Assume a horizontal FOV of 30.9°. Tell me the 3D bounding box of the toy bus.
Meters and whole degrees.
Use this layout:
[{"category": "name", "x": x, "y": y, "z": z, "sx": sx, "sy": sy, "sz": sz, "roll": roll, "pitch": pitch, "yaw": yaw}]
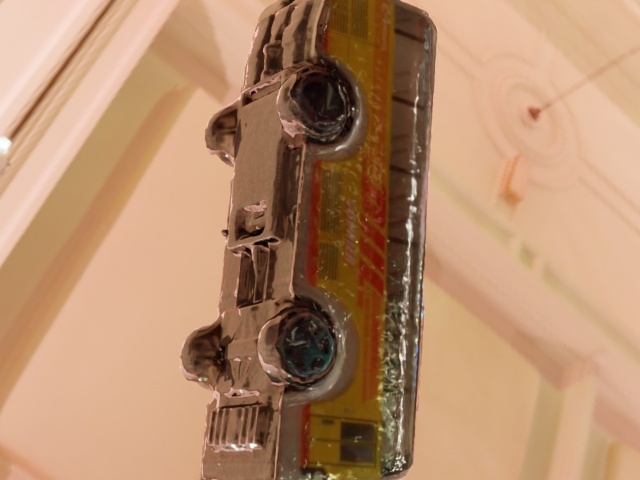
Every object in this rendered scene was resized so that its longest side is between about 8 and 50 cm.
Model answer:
[{"category": "toy bus", "x": 0.000, "y": 0.000, "z": 0.598, "sx": 0.106, "sy": 0.092, "sz": 0.268, "roll": 14, "pitch": -108, "yaw": -31}]
